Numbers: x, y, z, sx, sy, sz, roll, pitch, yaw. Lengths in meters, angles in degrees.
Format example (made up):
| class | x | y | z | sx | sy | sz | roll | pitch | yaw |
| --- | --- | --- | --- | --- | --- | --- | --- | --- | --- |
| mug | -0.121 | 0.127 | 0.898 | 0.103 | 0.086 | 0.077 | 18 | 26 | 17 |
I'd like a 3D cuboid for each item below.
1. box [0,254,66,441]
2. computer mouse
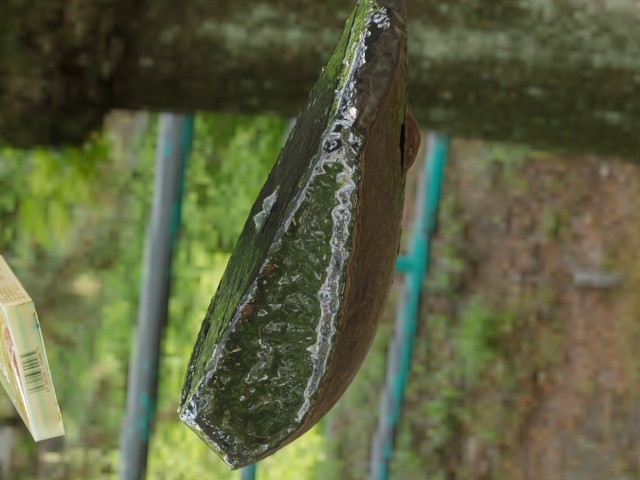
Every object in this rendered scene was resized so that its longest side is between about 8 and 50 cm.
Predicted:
| class | x | y | z | sx | sy | sz | roll | pitch | yaw |
| --- | --- | --- | --- | --- | --- | --- | --- | --- | --- |
| box | -0.125 | 0.043 | 0.802 | 0.093 | 0.015 | 0.058 | -148 | 44 | -70 |
| computer mouse | 0.005 | 0.003 | 1.048 | 0.168 | 0.087 | 0.295 | -76 | 10 | -52 |
